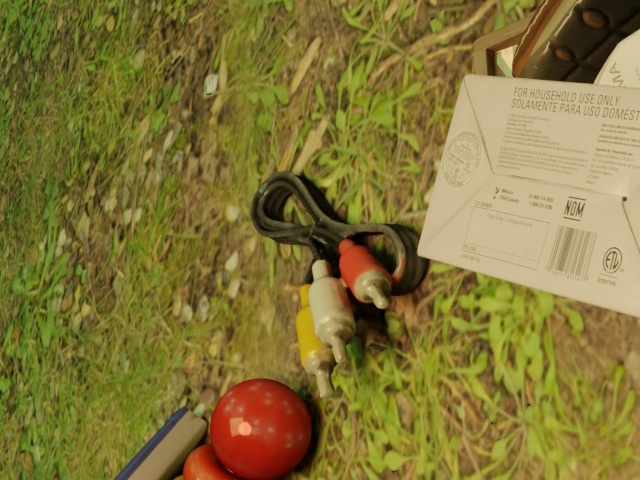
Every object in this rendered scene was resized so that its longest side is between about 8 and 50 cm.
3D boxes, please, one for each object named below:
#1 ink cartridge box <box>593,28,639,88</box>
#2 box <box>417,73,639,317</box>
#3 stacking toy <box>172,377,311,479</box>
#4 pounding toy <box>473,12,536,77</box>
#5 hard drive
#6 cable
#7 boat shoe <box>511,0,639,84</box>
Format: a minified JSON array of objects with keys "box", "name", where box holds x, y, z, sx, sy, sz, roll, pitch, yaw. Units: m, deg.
[{"box":[0.210,-0.078,0.730,0.224,0.181,0.056,-29,74,50],"name":"ink cartridge box"},{"box":[0.212,0.006,0.604,0.169,0.289,0.087,17,93,59],"name":"box"},{"box":[-0.112,0.265,1.178,0.330,0.141,0.141,-63,35,15],"name":"stacking toy"},{"box":[0.169,-0.096,0.902,0.141,0.100,0.130,-19,64,42],"name":"pounding toy"},{"box":[-0.229,0.308,1.226,0.210,0.040,0.319,-56,-4,30],"name":"hard drive"},{"box":[0.000,0.000,1.135,0.139,0.072,0.287,-56,38,21],"name":"cable"},{"box":[0.239,-0.206,0.775,0.324,0.122,0.120,-46,31,12],"name":"boat shoe"}]
